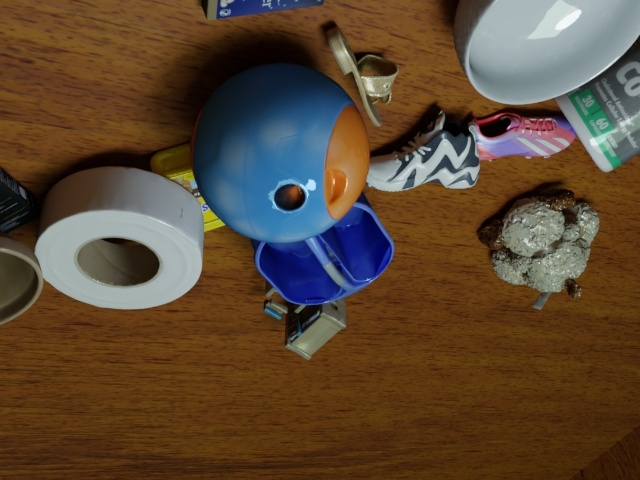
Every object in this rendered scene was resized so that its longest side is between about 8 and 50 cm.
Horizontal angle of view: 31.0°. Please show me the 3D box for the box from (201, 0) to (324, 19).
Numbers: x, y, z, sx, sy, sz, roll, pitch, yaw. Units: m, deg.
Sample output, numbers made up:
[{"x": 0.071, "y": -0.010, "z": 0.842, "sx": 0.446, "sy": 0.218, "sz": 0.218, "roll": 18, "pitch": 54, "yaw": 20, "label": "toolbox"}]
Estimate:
[{"x": -0.060, "y": -0.400, "z": 1.709, "sx": 0.225, "sy": 0.036, "sz": 0.136, "roll": -13, "pitch": 146, "yaw": -18, "label": "box"}]

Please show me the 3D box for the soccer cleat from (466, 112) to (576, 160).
[{"x": 0.389, "y": -0.209, "z": 2.216, "sx": 0.248, "sy": 0.083, "sz": 0.095, "roll": -9, "pitch": 144, "yaw": -15, "label": "soccer cleat"}]

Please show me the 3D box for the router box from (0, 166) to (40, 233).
[{"x": -0.572, "y": -0.045, "z": 1.892, "sx": 0.179, "sy": 0.046, "sz": 0.133, "roll": -27, "pitch": 147, "yaw": 6, "label": "router box"}]

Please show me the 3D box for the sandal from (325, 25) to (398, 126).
[{"x": 0.090, "y": -0.278, "z": 1.926, "sx": 0.079, "sy": 0.088, "sz": 0.240, "roll": -23, "pitch": 143, "yaw": 11, "label": "sandal"}]

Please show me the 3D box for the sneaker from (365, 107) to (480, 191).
[{"x": 0.183, "y": -0.176, "z": 2.137, "sx": 0.235, "sy": 0.094, "sz": 0.153, "roll": 3, "pitch": 123, "yaw": 1, "label": "sneaker"}]

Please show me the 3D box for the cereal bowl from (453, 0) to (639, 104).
[{"x": 0.365, "y": -0.387, "z": 1.889, "sx": 0.339, "sy": 0.141, "sz": 0.339, "roll": -16, "pitch": 146, "yaw": -11, "label": "cereal bowl"}]

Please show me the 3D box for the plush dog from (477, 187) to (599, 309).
[{"x": 0.475, "y": 0.002, "z": 2.495, "sx": 0.262, "sy": 0.210, "sz": 0.225, "roll": -33, "pitch": 123, "yaw": 15, "label": "plush dog"}]

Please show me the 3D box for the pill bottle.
[{"x": 0.622, "y": -0.300, "z": 2.113, "sx": 0.361, "sy": 0.204, "sz": 0.204, "roll": -33, "pitch": 146, "yaw": 14, "label": "pill bottle"}]

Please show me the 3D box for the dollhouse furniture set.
[{"x": -0.057, "y": 0.129, "z": 2.413, "sx": 0.184, "sy": 0.129, "sz": 0.129, "roll": 32, "pitch": 123, "yaw": -24, "label": "dollhouse furniture set"}]

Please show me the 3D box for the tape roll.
[{"x": -0.340, "y": 0.000, "z": 1.975, "sx": 0.286, "sy": 0.100, "sz": 0.286, "roll": 0, "pitch": 142, "yaw": 0, "label": "tape roll"}]

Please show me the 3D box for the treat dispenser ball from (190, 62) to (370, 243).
[{"x": -0.065, "y": -0.139, "z": 1.845, "sx": 0.288, "sy": 0.288, "sz": 0.288, "roll": -16, "pitch": 146, "yaw": -11, "label": "treat dispenser ball"}]

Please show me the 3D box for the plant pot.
[{"x": -0.576, "y": 0.043, "z": 1.871, "sx": 0.237, "sy": 0.109, "sz": 0.237, "roll": -14, "pitch": 147, "yaw": -9, "label": "plant pot"}]

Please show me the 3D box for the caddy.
[{"x": 0.000, "y": 0.000, "z": 2.185, "sx": 0.241, "sy": 0.179, "sz": 0.341, "roll": -27, "pitch": 147, "yaw": 8, "label": "caddy"}]

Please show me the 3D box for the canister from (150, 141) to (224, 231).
[{"x": -0.225, "y": -0.091, "z": 2.016, "sx": 0.126, "sy": 0.073, "sz": 0.170, "roll": -17, "pitch": 145, "yaw": -8, "label": "canister"}]
